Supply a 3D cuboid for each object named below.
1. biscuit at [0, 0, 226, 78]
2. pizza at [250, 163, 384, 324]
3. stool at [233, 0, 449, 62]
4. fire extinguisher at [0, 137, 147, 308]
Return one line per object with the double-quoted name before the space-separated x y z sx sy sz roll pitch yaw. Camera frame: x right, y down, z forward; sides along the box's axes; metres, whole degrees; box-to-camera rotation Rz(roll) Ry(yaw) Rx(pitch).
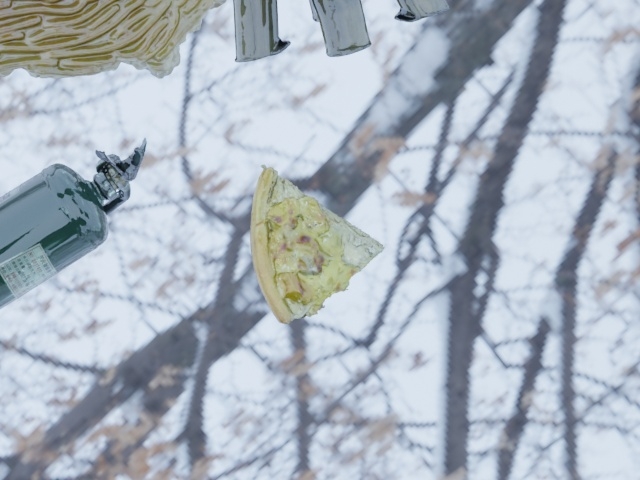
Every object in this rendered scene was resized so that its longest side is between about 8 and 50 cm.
"biscuit" -0.188 -0.184 1.256 0.228 0.031 0.176 -42 -64 -15
"pizza" 0.000 0.000 1.172 0.108 0.026 0.123 -4 -100 -21
"stool" -0.002 -0.182 0.919 0.228 0.153 0.139 -107 2 -71
"fire extinguisher" -0.276 -0.002 1.445 0.093 0.294 0.118 56 177 21
